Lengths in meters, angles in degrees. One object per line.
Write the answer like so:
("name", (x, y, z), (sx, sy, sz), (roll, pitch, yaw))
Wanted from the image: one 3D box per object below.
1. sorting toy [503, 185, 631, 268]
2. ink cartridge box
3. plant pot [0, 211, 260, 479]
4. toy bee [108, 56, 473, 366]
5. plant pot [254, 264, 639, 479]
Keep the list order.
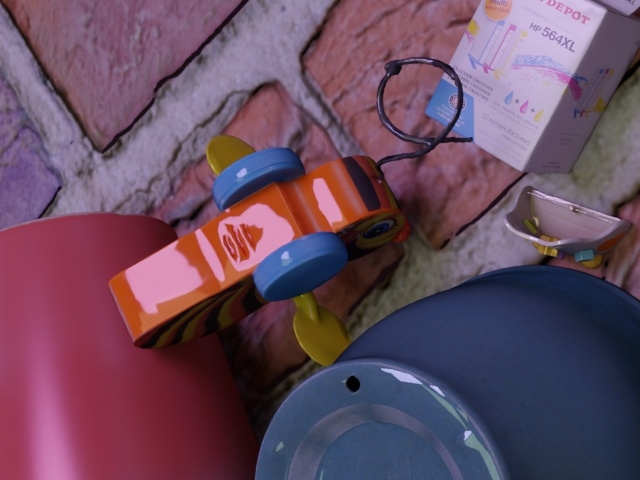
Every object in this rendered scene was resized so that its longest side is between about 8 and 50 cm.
("sorting toy", (0.167, -0.007, 0.933), (0.083, 0.075, 0.045), (22, 103, 30))
("ink cartridge box", (0.158, -0.131, 0.925), (0.092, 0.090, 0.143), (35, 110, 27))
("plant pot", (-0.195, 0.122, 1.073), (0.275, 0.275, 0.243), (-23, 71, 31))
("toy bee", (0.000, 0.000, 0.972), (0.298, 0.162, 0.195), (-12, 77, 24))
("plant pot", (0.100, 0.157, 0.876), (0.271, 0.255, 0.272), (1, 92, 32))
